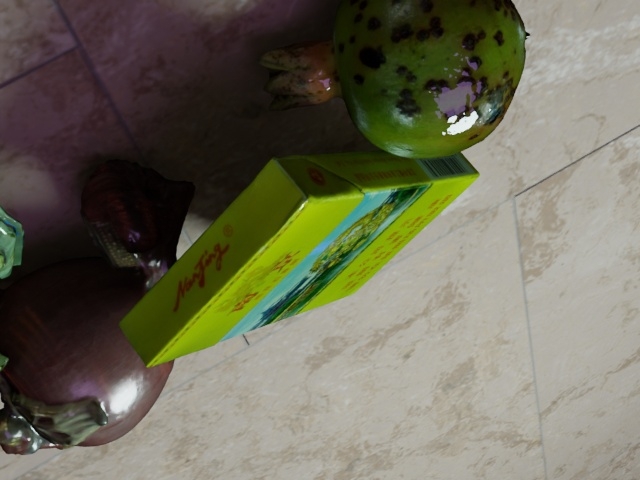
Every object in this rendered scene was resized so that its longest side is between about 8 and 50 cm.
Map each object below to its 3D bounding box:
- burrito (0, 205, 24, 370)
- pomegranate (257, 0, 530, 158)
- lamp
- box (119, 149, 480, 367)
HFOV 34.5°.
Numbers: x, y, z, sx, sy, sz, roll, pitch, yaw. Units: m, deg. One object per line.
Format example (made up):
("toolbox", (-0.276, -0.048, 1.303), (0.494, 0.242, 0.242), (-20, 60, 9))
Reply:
("burrito", (-0.257, -0.008, 0.705), (0.104, 0.054, 0.288), (-15, 120, -23))
("pomegranate", (0.057, -0.139, 0.781), (0.205, 0.159, 0.159), (-9, 142, 7))
("lamp", (-0.189, 0.064, 0.831), (0.223, 0.151, 0.215), (-58, 152, -30))
("box", (0.000, 0.000, 0.846), (0.187, 0.047, 0.335), (-44, 165, 25))
